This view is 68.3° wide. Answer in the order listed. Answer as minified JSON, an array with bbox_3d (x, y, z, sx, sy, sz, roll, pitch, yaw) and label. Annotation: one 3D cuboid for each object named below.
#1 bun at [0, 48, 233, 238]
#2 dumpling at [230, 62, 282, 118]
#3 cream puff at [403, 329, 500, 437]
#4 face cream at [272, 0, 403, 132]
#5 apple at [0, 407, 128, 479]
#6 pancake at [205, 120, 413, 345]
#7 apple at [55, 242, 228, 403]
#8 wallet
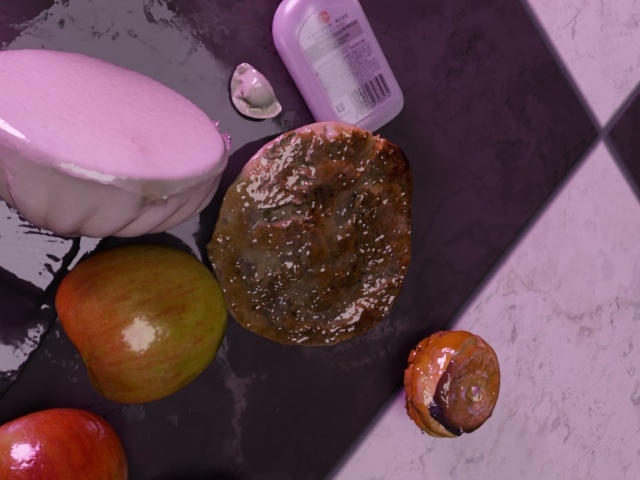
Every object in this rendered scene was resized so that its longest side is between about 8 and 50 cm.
[{"bbox_3d":[-0.251,-0.078,0.536,0.263,0.263,0.175,17,122,-23],"label":"bun"},{"bbox_3d":[-0.095,-0.205,0.664,0.059,0.043,0.077,-41,127,5],"label":"dumpling"},{"bbox_3d":[0.217,0.244,0.807,0.189,0.129,0.189,-1,91,-29],"label":"cream puff"},{"bbox_3d":[0.006,-0.286,0.675,0.144,0.071,0.291,-36,110,-10],"label":"face cream"},{"bbox_3d":[-0.345,0.302,0.584,0.195,0.160,0.173,-21,83,-25],"label":"apple"},{"bbox_3d":[0.001,0.001,0.696,0.356,0.065,0.356,-12,117,-25],"label":"pancake"},{"bbox_3d":[-0.211,0.096,0.580,0.196,0.196,0.196,-3,99,-22],"label":"apple"},{"bbox_3d":[-0.414,0.014,0.564,0.247,0.041,0.323,36,83,-21],"label":"wallet"}]
